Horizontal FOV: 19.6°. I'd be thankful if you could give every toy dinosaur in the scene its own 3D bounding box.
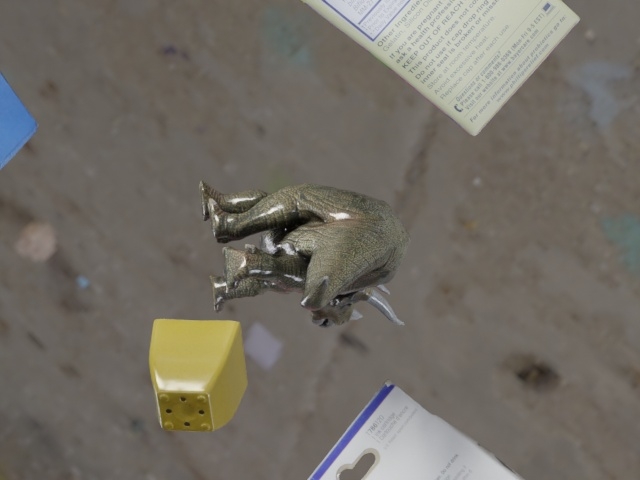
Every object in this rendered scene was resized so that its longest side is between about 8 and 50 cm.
[{"bbox_3d":[0.000,0.000,1.348,0.313,0.160,0.121,136,127,-78],"label":"toy dinosaur"}]

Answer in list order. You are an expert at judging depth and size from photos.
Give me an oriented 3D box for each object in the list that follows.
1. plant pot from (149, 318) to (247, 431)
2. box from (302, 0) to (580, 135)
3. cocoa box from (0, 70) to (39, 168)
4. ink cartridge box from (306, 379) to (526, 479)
[{"bbox_3d":[-0.115,0.129,1.674,0.082,0.083,0.081,1,127,7],"label":"plant pot"},{"bbox_3d":[0.030,-0.219,1.318,0.243,0.117,0.213,34,-168,-44],"label":"box"},{"bbox_3d":[-0.346,-0.032,0.795,0.347,0.231,0.228,-17,115,39],"label":"cocoa box"},{"bbox_3d":[0.134,0.270,1.427,0.333,0.165,0.065,40,-177,7],"label":"ink cartridge box"}]
